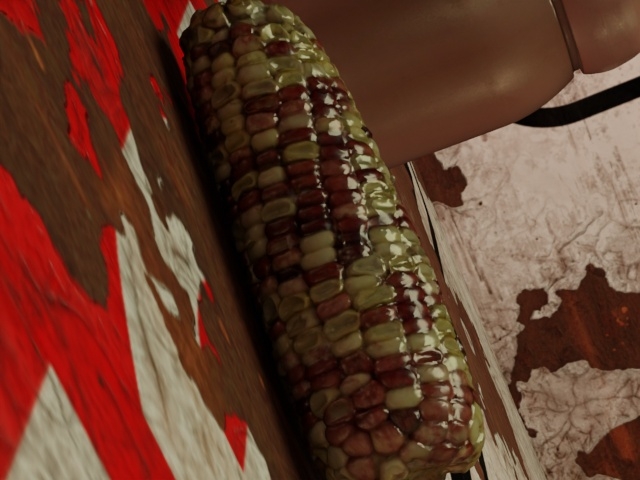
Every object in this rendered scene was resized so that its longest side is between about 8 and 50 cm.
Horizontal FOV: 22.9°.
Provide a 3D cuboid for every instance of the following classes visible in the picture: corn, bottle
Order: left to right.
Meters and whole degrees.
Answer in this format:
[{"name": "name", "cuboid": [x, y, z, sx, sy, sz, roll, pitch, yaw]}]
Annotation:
[{"name": "corn", "cuboid": [0.000, 0.000, 0.838, 0.098, 0.098, 0.289, 46, 21, -72]}, {"name": "bottle", "cuboid": [0.095, -0.177, 1.211, 0.173, 0.297, 0.206, 51, 21, -64]}]
